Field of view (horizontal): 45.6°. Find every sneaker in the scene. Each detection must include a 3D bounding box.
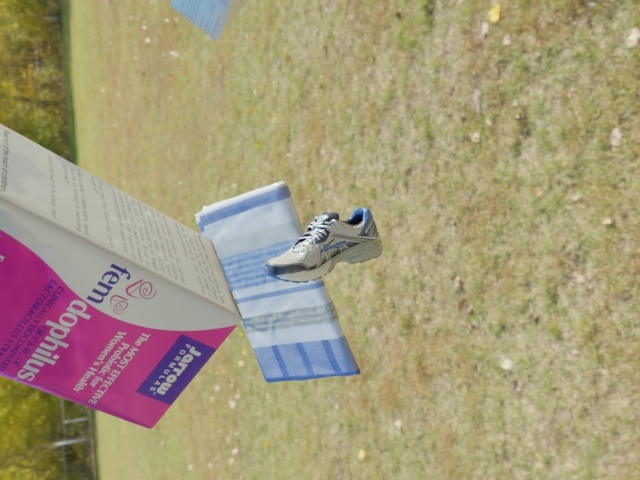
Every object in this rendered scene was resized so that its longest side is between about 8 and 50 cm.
[{"bbox_3d":[0.000,0.000,0.765,0.052,0.135,0.058,20,124,53],"label":"sneaker"}]

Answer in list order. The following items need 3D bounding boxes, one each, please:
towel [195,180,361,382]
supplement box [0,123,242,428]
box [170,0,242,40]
[{"bbox_3d":[-0.064,0.065,1.071,0.209,0.034,0.285,-16,99,47],"label":"towel"},{"bbox_3d":[-0.178,0.019,0.501,0.111,0.220,0.114,-51,35,12],"label":"supplement box"},{"bbox_3d":[-0.187,-0.519,1.482,0.181,0.119,0.182,-55,9,-14],"label":"box"}]
